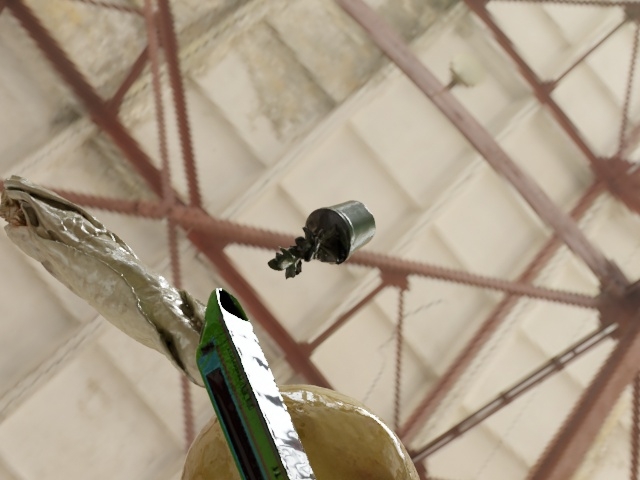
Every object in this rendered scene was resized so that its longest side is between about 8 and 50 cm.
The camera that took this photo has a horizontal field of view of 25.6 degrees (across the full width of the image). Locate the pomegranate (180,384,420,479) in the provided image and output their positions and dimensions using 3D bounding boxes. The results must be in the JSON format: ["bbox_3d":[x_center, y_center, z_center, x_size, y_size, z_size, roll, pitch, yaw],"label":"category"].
[{"bbox_3d":[-0.016,0.241,1.262,0.233,0.233,0.233,18,-127,-25],"label":"pomegranate"}]

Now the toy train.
[{"bbox_3d":[-0.047,0.131,0.987,0.044,0.042,0.209,30,-149,-57],"label":"toy train"}]

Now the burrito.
[{"bbox_3d":[-0.206,0.043,1.443,0.392,0.076,0.117,34,179,27],"label":"burrito"}]

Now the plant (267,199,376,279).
[{"bbox_3d":[0.000,0.000,1.150,0.102,0.051,0.051,-28,-101,-45],"label":"plant"}]
